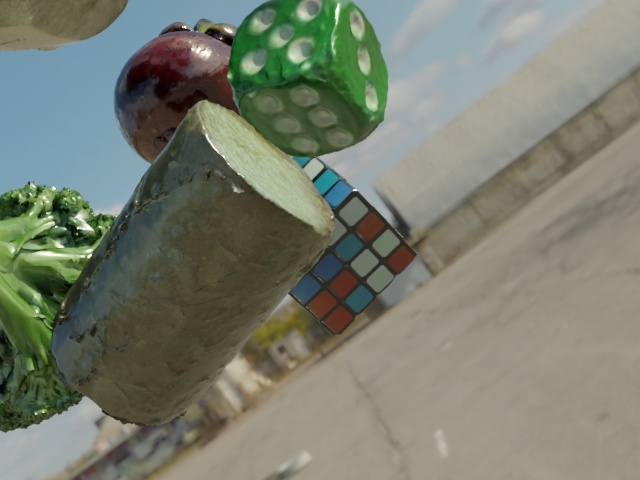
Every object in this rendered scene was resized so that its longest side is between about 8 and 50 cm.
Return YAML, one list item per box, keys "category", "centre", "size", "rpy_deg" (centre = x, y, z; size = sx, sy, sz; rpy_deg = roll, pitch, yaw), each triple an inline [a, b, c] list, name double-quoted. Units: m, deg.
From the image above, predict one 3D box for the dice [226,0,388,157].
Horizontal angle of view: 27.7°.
- category: "dice"
  centre: [-0.011, -0.166, 1.320]
  size: [0.131, 0.120, 0.128]
  rpy_deg: [-9, -36, 25]

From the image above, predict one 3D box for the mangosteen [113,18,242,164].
- category: "mangosteen"
  centre: [-0.179, -0.218, 1.853]
  size: [0.215, 0.215, 0.257]
  rpy_deg: [-40, 27, 43]

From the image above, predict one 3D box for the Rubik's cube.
- category: "Rubik's cube"
  centre: [0.000, 0.000, 1.687]
  size: [0.154, 0.155, 0.151]
  rpy_deg: [-45, 39, 0]

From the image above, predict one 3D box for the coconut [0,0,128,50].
- category: "coconut"
  centre: [-0.341, -0.331, 1.473]
  size: [0.247, 0.245, 0.245]
  rpy_deg: [-5, 19, 41]

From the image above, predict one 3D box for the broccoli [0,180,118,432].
- category: "broccoli"
  centre: [-0.314, 0.063, 1.355]
  size: [0.261, 0.269, 0.241]
  rpy_deg: [-13, -36, 12]

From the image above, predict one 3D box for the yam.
- category: "yam"
  centre: [-0.108, 0.019, 1.133]
  size: [0.304, 0.168, 0.168]
  rpy_deg: [-50, -11, 35]
